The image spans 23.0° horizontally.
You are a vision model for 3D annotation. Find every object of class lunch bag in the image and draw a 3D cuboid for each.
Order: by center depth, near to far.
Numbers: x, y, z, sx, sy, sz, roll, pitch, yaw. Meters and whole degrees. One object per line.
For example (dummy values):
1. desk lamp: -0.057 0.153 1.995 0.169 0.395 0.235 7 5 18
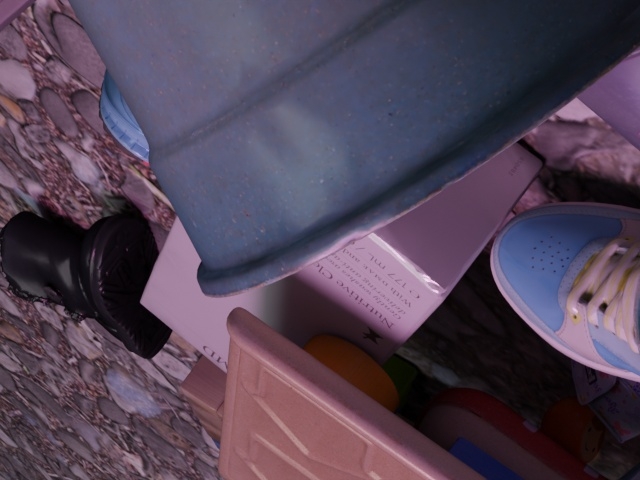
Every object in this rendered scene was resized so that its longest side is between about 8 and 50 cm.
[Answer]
1. lunch bag: 0.243 0.115 1.271 0.083 0.053 0.071 51 152 3

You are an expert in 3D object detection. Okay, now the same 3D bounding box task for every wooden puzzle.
1. wooden puzzle: 0.062 0.204 1.282 0.322 0.080 0.348 34 155 15

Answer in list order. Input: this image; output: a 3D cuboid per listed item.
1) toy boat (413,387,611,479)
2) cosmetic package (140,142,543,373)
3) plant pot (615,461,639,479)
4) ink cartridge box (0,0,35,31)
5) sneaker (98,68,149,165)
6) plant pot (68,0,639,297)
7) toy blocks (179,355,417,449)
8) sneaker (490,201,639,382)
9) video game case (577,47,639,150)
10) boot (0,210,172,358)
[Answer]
1. toy boat: 0.196 0.194 1.337 0.231 0.151 0.151 36 148 12
2. cosmetic package: 0.000 0.000 1.305 0.217 0.156 0.385 38 152 4
3. plant pot: 0.340 0.262 1.157 0.255 0.272 0.271 57 153 3
4. ink cartridge box: -0.308 -0.270 1.344 0.175 0.127 0.072 48 155 -10
5. sneaker: -0.086 -0.178 1.123 0.104 0.262 0.125 19 140 -34
6. plant pot: -0.021 -0.199 0.889 0.334 0.341 0.341 55 151 -9
7. toy blocks: 0.019 0.233 1.632 0.381 0.191 0.261 30 162 21
8. sneaker: 0.217 0.031 1.013 0.319 0.127 0.208 25 175 35
9. video game case: 0.288 -0.053 0.932 0.274 0.026 0.196 36 156 -19
10. boot: -0.281 0.023 1.769 0.207 0.094 0.246 25 155 21
